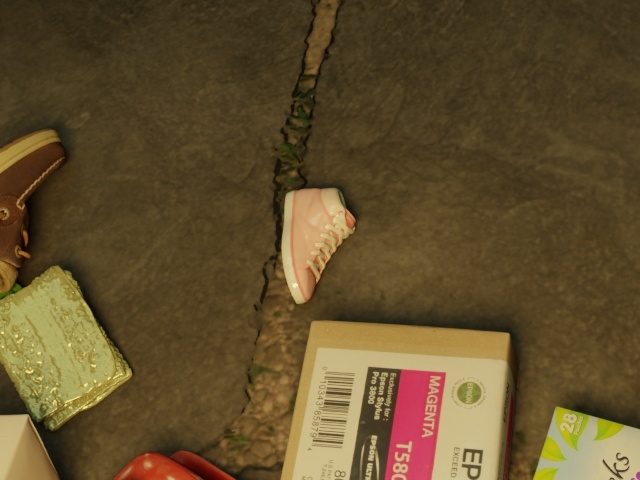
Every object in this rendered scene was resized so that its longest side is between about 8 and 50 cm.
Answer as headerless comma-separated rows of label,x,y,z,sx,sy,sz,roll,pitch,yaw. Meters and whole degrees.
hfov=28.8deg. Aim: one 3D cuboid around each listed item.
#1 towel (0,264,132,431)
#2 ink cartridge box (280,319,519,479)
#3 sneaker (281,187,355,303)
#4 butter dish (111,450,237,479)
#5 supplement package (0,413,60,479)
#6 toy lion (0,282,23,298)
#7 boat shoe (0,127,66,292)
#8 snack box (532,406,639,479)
towel,-0.271,0.108,1.265,0.110,0.027,0.148,-32,77,-12
ink cartridge box,0.070,0.195,1.117,0.193,0.088,0.235,2,59,15
sneaker,0.000,0.000,1.273,0.070,0.051,0.134,-9,53,14
butter dish,-0.149,0.251,1.101,0.159,0.118,0.160,22,65,43
supplement package,-0.339,0.311,1.044,0.177,0.175,0.293,-3,41,12
toy lion,-0.359,0.076,1.325,0.100,0.034,0.096,-32,50,-8
boat shoe,-0.367,0.007,1.304,0.123,0.123,0.342,-29,15,41
snack box,0.252,0.264,1.043,0.174,0.070,0.207,14,62,20
